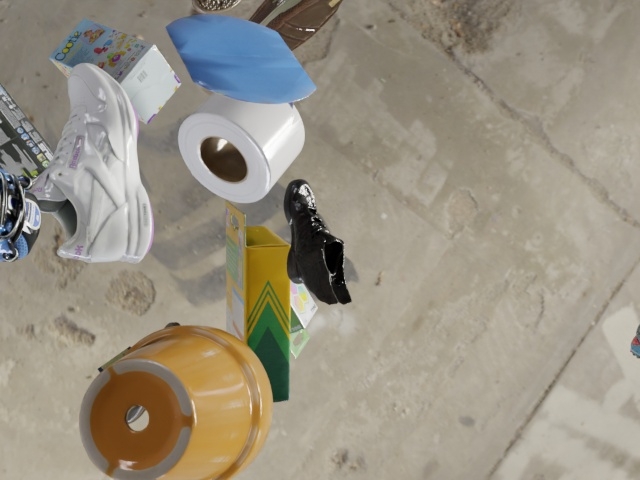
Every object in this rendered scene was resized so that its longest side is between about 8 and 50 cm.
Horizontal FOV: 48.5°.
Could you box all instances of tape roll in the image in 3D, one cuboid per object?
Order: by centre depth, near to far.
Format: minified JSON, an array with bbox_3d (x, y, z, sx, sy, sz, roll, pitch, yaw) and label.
[{"bbox_3d":[-0.181,-0.231,1.636,0.246,0.246,0.169,59,44,-27],"label":"tape roll"}]

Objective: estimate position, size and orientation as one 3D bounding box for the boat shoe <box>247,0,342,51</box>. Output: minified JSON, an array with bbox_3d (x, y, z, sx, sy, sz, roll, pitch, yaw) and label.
[{"bbox_3d":[-0.021,-0.355,0.991,0.257,0.095,0.095,-37,74,5],"label":"boat shoe"}]

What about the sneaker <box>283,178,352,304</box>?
[{"bbox_3d":[-0.002,0.000,0.930,0.051,0.089,0.170,5,82,-44],"label":"sneaker"}]

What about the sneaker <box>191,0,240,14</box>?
[{"bbox_3d":[-0.171,-0.452,1.279,0.066,0.071,0.188,53,55,-17],"label":"sneaker"}]

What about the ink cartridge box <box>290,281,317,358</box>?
[{"bbox_3d":[-0.067,0.144,1.581,0.062,0.109,0.209,-26,100,23],"label":"ink cartridge box"}]

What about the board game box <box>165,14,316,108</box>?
[{"bbox_3d":[-0.088,-0.180,0.747,0.133,0.169,0.033,-6,137,-30],"label":"board game box"}]

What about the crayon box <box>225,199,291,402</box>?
[{"bbox_3d":[-0.113,0.098,1.253,0.083,0.203,0.323,-3,101,-16],"label":"crayon box"}]

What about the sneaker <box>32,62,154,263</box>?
[{"bbox_3d":[-0.328,-0.114,0.988,0.152,0.114,0.305,-5,72,-35],"label":"sneaker"}]

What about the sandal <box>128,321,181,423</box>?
[{"bbox_3d":[-0.308,0.232,1.228,0.219,0.090,0.060,-46,143,16],"label":"sandal"}]

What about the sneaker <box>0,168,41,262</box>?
[{"bbox_3d":[-0.356,-0.057,0.725,0.147,0.330,0.130,14,68,-21],"label":"sneaker"}]

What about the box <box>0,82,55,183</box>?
[{"bbox_3d":[-0.540,-0.150,1.119,0.191,0.045,0.184,54,50,-13],"label":"box"}]

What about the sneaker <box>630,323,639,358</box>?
[{"bbox_3d":[0.528,0.129,1.043,0.104,0.262,0.125,11,95,16],"label":"sneaker"}]

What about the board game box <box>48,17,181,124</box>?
[{"bbox_3d":[-0.509,-0.421,1.760,0.144,0.275,0.142,-54,148,-14],"label":"board game box"}]

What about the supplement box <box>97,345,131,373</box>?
[{"bbox_3d":[-0.410,0.285,1.508,0.083,0.083,0.056,-36,135,-26],"label":"supplement box"}]

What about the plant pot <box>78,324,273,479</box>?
[{"bbox_3d":[-0.175,0.198,0.820,0.205,0.188,0.205,-1,81,9],"label":"plant pot"}]
